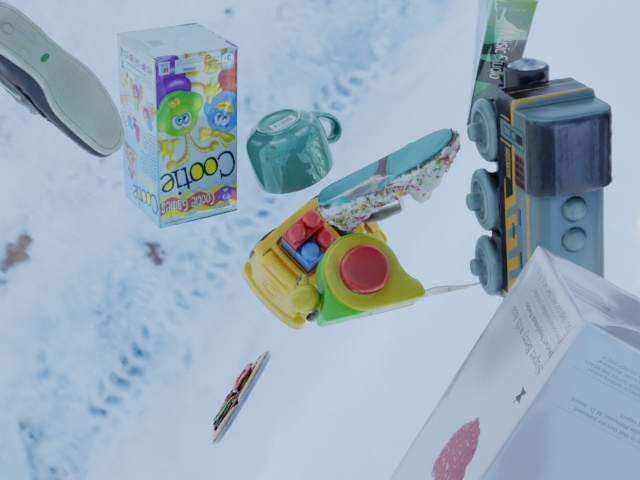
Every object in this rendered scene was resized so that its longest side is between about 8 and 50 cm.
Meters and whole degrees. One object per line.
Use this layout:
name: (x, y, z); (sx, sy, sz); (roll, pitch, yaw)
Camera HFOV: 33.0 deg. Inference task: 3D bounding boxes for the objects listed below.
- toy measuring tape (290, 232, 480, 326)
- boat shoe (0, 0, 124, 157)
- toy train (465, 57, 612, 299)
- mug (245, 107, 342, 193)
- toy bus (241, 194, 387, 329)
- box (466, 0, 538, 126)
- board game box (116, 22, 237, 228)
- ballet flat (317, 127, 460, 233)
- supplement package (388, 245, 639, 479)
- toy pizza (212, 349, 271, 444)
toy measuring tape: (0.111, 0.035, 1.516); (0.330, 0.121, 0.121); (-13, 109, -15)
boat shoe: (-0.337, -0.190, 1.336); (0.233, 0.079, 0.084); (44, 49, -7)
toy train: (0.256, -0.038, 1.249); (0.142, 0.190, 0.334); (-9, 113, -9)
mug: (-0.049, -0.156, 1.710); (0.158, 0.129, 0.097); (-66, 144, -49)
toy bus: (0.000, 0.000, 1.632); (0.220, 0.211, 0.149); (-41, 77, -19)
box: (0.232, -0.313, 1.357); (0.058, 0.322, 0.232); (6, 70, 6)
board game box: (-0.222, -0.183, 1.695); (0.142, 0.144, 0.275); (-14, 122, -29)
ballet flat: (0.102, -0.076, 1.451); (0.077, 0.241, 0.091); (48, 40, -23)
supplement package: (0.191, 0.188, 0.899); (0.175, 0.177, 0.293); (27, 106, -9)
toy pizza: (-0.154, 0.285, 1.998); (0.032, 0.201, 0.201); (31, 84, -2)
